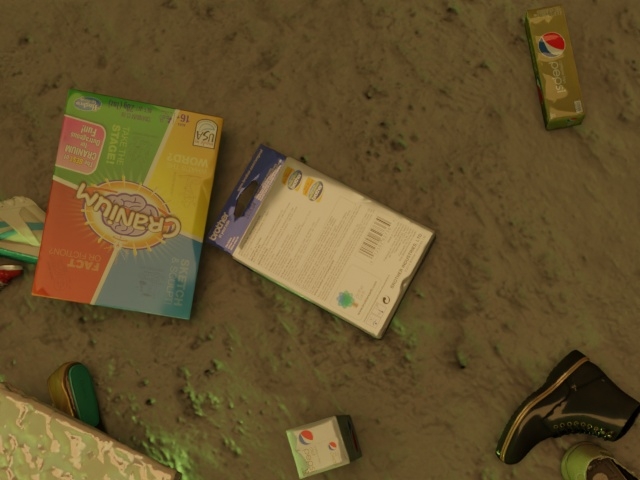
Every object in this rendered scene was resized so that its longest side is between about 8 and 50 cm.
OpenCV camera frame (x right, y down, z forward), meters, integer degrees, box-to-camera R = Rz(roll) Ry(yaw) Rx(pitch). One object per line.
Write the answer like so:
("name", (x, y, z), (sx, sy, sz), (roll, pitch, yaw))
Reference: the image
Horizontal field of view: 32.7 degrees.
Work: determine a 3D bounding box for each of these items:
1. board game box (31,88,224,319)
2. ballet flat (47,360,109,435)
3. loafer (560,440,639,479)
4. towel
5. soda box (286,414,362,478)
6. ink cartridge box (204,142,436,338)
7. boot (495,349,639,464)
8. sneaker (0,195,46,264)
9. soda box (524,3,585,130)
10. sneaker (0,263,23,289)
("board game box", (-0.291, -0.052, 1.672), (0.242, 0.064, 0.317), (9, 85, -8))
("ballet flat", (-0.366, 0.303, 1.679), (0.073, 0.080, 0.232), (-24, 74, 31))
("loafer", (0.449, 0.399, 1.547), (0.268, 0.092, 0.102), (43, 89, 12))
("towel", (-0.401, 0.415, 1.574), (0.317, 0.053, 0.332), (23, 85, 8))
("soda box", (0.009, 0.290, 1.553), (0.073, 0.216, 0.069), (-18, 80, 4))
("ink cartridge box", (0.000, 0.000, 1.683), (0.311, 0.065, 0.186), (28, 85, 8))
("boot", (0.359, 0.269, 1.567), (0.137, 0.077, 0.198), (37, 87, 32))
("sneaker", (-0.497, -0.026, 1.692), (0.087, 0.228, 0.092), (-8, 69, 51))
("soda box", (0.360, -0.267, 1.686), (0.058, 0.061, 0.181), (-10, 80, 5))
("sneaker", (-0.524, 0.078, 1.740), (0.118, 0.042, 0.067), (-15, 75, 12))
